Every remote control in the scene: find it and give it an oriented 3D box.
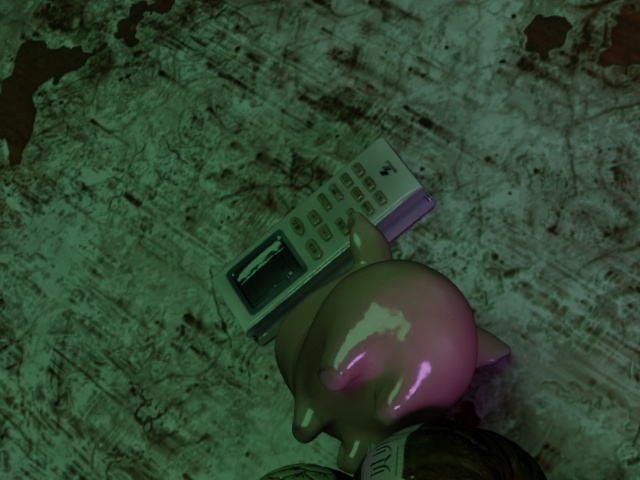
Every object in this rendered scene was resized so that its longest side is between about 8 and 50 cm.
[{"bbox_3d":[0.000,0.000,1.966,0.277,0.055,0.103,-39,52,5],"label":"remote control"}]

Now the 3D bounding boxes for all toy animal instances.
[{"bbox_3d":[0.064,0.117,1.719,0.237,0.326,0.269,41,56,0],"label":"toy animal"}]

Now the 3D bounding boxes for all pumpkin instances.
[{"bbox_3d":[0.129,0.305,1.583,0.189,0.260,0.260,-26,54,33],"label":"pumpkin"}]

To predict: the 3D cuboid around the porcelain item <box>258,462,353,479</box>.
[{"bbox_3d":[-0.046,0.350,1.686,0.253,0.253,0.253,-13,59,23],"label":"porcelain item"}]
